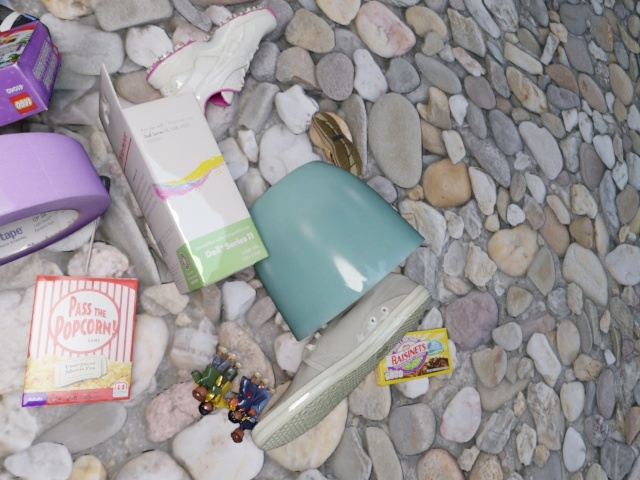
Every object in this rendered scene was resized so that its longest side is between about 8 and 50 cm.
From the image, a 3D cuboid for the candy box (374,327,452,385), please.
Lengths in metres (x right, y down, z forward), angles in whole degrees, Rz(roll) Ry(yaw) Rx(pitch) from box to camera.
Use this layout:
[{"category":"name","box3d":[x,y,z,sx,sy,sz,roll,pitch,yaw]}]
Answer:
[{"category":"candy box","box3d":[0.209,0.260,1.012,0.205,0.027,0.105,-1,76,-29]}]

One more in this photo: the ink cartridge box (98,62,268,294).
[{"category":"ink cartridge box","box3d":[-0.238,-0.098,0.742,0.119,0.207,0.354,-26,93,-29]}]

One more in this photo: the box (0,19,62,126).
[{"category":"box","box3d":[-0.465,-0.161,0.519,0.293,0.201,0.057,-23,133,-7]}]

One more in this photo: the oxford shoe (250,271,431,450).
[{"category":"oxford shoe","box3d":[0.035,0.218,0.875,0.449,0.169,0.130,-40,64,-22]}]

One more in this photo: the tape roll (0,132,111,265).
[{"category":"tape roll","box3d":[-0.430,-0.036,0.586,0.274,0.274,0.090,-29,93,-30]}]

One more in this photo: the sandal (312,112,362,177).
[{"category":"sandal","box3d":[0.034,-0.207,1.008,0.072,0.049,0.180,-23,76,-36]}]

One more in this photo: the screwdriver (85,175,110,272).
[{"category":"screwdriver","box3d":[-0.385,-0.030,0.757,0.025,0.024,0.170,28,66,-53]}]

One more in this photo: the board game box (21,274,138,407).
[{"category":"board game box","box3d":[-0.376,0.155,0.708,0.146,0.045,0.194,5,77,-28]}]

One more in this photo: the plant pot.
[{"category":"plant pot","box3d":[0.000,0.000,0.817,0.293,0.293,0.235,-37,85,-29]}]

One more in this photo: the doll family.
[{"category":"doll family","box3d":[-0.155,0.279,0.786,0.193,0.076,0.111,41,59,-18]}]

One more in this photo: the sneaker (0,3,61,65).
[{"category":"sneaker","box3d":[-0.490,-0.277,0.718,0.121,0.079,0.217,5,76,-27]}]

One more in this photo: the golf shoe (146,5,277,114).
[{"category":"golf shoe","box3d":[-0.191,-0.351,0.890,0.306,0.115,0.140,-42,111,-22]}]
